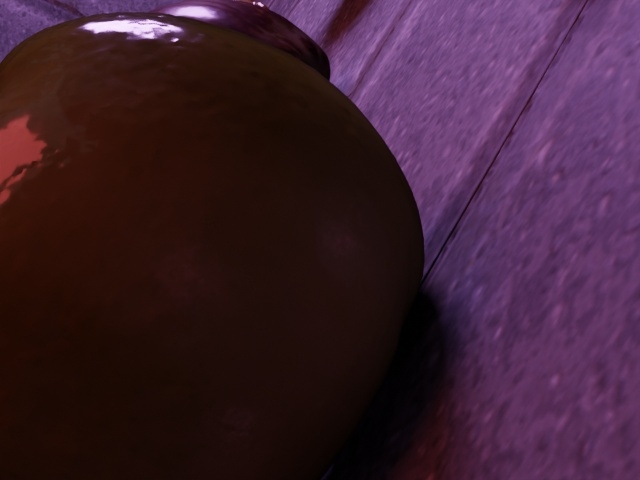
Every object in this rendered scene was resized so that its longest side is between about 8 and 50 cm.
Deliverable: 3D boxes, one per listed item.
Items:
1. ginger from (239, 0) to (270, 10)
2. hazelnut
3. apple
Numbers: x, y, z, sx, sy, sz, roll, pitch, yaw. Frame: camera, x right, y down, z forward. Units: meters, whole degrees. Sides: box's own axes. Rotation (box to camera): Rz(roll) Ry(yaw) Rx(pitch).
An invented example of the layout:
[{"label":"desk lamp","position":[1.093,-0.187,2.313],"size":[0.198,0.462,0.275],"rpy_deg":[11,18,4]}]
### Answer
[{"label":"ginger","position":[-0.130,-0.178,1.560],"size":[0.357,0.152,0.274],"rpy_deg":[-68,-9,-54]},{"label":"hazelnut","position":[-0.099,-0.154,1.242],"size":[0.218,0.218,0.234],"rpy_deg":[-44,17,44]},{"label":"apple","position":[-0.091,0.022,0.650],"size":[0.292,0.254,0.292],"rpy_deg":[-51,18,24]}]
